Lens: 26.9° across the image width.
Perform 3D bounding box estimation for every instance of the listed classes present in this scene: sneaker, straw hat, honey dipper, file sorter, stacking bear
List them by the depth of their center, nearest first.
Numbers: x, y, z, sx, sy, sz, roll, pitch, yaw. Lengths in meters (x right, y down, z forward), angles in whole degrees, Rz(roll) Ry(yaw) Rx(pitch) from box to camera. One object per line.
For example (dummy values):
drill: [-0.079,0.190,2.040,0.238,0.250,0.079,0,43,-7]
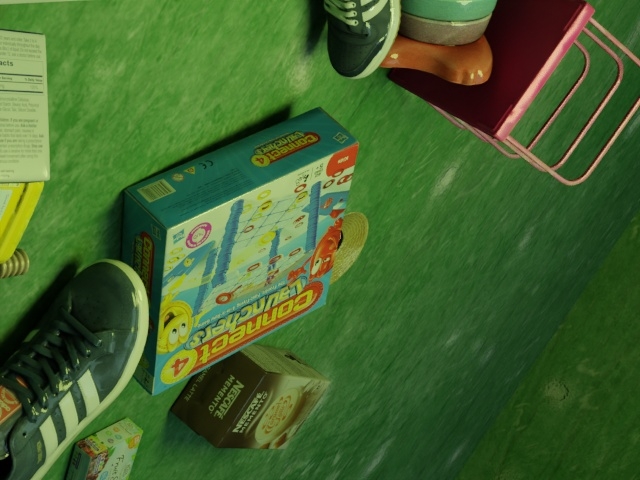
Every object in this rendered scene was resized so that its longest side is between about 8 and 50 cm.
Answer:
honey dipper: [-0.374,0.032,1.391,0.160,0.030,0.030,-11,132,-51]
sneaker: [-0.329,0.172,1.525,0.350,0.131,0.148,-57,160,8]
sneaker: [0.030,-0.311,1.572,0.153,0.099,0.282,-26,140,-49]
stacking bear: [0.157,-0.366,1.666,0.164,0.175,0.289,-62,163,-58]
file sorter: [0.274,-0.223,1.828,0.182,0.290,0.202,33,94,-33]
straw hat: [0.000,0.000,1.971,0.144,0.061,0.144,-36,147,-28]

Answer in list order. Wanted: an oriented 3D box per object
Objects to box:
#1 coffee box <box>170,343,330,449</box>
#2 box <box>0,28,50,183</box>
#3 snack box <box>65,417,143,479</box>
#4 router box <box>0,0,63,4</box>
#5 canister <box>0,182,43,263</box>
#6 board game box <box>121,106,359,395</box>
coffee box: [-0.102,0.240,2.056,0.141,0.098,0.246,-57,156,6]
box: [-0.309,-0.118,1.183,0.126,0.072,0.137,-6,96,-59]
snack box: [-0.309,0.325,1.874,0.100,0.037,0.141,-25,143,-49]
router box: [-0.211,-0.349,1.112,0.335,0.082,0.301,-16,137,-53]
canister: [-0.359,-0.036,1.271,0.170,0.073,0.126,-1,123,-59]
board game box: [-0.110,0.014,1.721,0.308,0.086,0.302,-27,145,-33]
